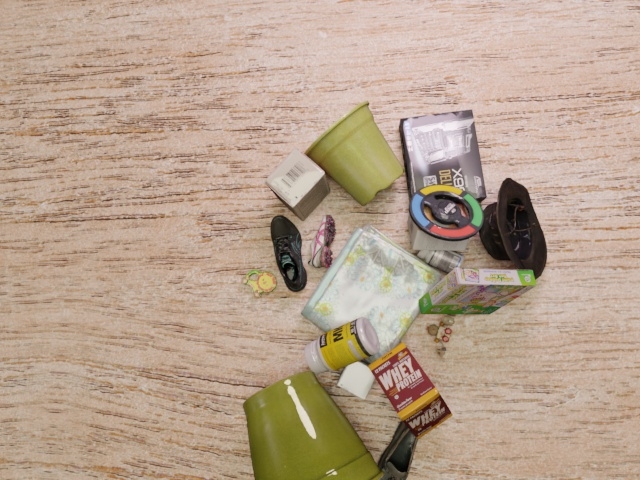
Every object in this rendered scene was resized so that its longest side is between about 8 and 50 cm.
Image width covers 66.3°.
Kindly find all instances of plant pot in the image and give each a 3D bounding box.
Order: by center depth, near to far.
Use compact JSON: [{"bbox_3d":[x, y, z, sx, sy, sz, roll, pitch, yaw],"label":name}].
[{"bbox_3d":[-0.059,0.593,1.438,0.367,0.366,0.353,-28,69,1],"label":"plant pot"},{"bbox_3d":[0.126,-0.262,1.584,0.276,0.276,0.254,-40,91,-2],"label":"plant pot"}]

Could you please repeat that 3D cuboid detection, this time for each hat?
[{"bbox_3d":[0.580,-0.024,1.539,0.134,0.331,0.331,-16,78,42],"label":"hat"}]

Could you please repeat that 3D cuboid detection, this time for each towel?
[{"bbox_3d":[0.166,0.174,1.587,0.321,0.090,0.374,34,86,9],"label":"towel"}]

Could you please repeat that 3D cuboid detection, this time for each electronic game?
[{"bbox_3d":[0.385,-0.089,1.502,0.229,0.048,0.229,2,50,-3],"label":"electronic game"}]

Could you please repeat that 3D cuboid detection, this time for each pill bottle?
[{"bbox_3d":[0.063,0.323,1.489,0.209,0.119,0.119,-28,80,20],"label":"pill bottle"},{"bbox_3d":[0.387,0.054,1.590,0.137,0.078,0.078,27,85,9],"label":"pill bottle"}]

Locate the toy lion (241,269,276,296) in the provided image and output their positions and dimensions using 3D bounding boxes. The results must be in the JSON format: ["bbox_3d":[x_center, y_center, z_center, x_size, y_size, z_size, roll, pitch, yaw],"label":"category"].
[{"bbox_3d":[-0.202,0.139,1.655,0.096,0.034,0.100,-42,80,-9],"label":"toy lion"}]

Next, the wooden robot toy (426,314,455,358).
[{"bbox_3d":[0.379,0.283,1.565,0.079,0.076,0.173,16,83,18],"label":"wooden robot toy"}]

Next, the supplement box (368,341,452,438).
[{"bbox_3d":[0.266,0.443,1.449,0.129,0.194,0.191,-34,45,0],"label":"supplement box"}]

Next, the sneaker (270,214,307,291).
[{"bbox_3d":[-0.104,0.036,1.623,0.101,0.106,0.267,-19,79,3],"label":"sneaker"}]

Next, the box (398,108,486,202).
[{"bbox_3d":[0.402,-0.266,1.635,0.243,0.076,0.307,-6,81,4],"label":"box"}]

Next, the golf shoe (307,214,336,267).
[{"bbox_3d":[0.000,0.000,1.636,0.086,0.067,0.186,-2,69,30],"label":"golf shoe"}]

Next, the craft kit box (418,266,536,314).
[{"bbox_3d":[0.454,0.155,1.449,0.247,0.250,0.061,5,61,-13],"label":"craft kit box"}]

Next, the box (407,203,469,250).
[{"bbox_3d":[0.375,-0.044,1.560,0.171,0.091,0.130,1,46,-3],"label":"box"}]

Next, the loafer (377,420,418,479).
[{"bbox_3d":[0.237,0.676,1.509,0.096,0.084,0.267,21,84,7],"label":"loafer"}]

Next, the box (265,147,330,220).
[{"bbox_3d":[-0.067,-0.174,1.584,0.127,0.232,0.148,42,87,9],"label":"box"}]

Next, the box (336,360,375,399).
[{"bbox_3d":[0.117,0.431,1.554,0.102,0.087,0.101,27,85,8],"label":"box"}]
